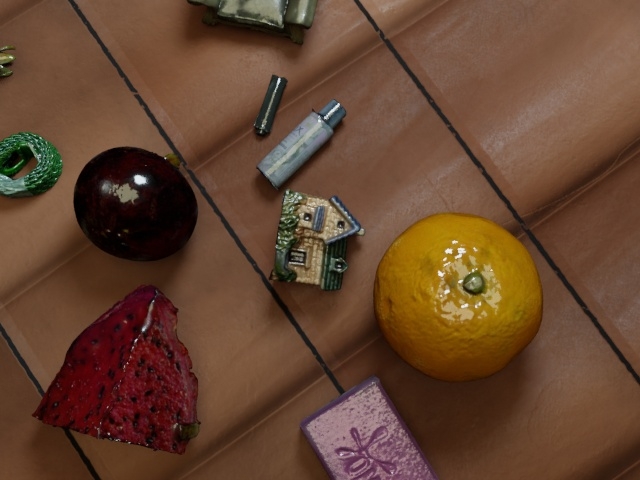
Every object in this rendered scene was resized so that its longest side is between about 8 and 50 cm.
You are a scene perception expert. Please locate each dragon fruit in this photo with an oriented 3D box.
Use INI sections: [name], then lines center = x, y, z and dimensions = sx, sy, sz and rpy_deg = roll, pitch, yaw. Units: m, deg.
[dragon fruit]
center = -0.342, 0.248, 1.237
dimensions = 0.302, 0.240, 0.330
rpy_deg = 21, 92, -16

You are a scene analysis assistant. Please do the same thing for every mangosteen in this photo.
[mangosteen]
center = -0.342, -0.092, 1.294
dimensions = 0.235, 0.236, 0.262
rpy_deg = 20, 51, 3

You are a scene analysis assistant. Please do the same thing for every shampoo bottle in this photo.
[shampoo bottle]
center = -0.036, -0.201, 1.361
dimensions = 0.214, 0.072, 0.072
rpy_deg = -45, 85, -4

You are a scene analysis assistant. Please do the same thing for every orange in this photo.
[orange]
center = 0.249, 0.101, 1.213
dimensions = 0.311, 0.312, 0.312
rpy_deg = 0, 84, 1

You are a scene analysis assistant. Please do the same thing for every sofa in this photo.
[sofa]
center = -0.125, -0.524, 1.322
dimensions = 0.258, 0.182, 0.200
rpy_deg = 13, 95, 0

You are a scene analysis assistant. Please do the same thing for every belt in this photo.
[belt]
center = -0.611, -0.153, 1.358
dimensions = 0.151, 0.079, 0.121
rpy_deg = -31, 85, -2

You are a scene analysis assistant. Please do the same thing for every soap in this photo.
[soap]
center = 0.100, 0.419, 1.287
dimensions = 0.181, 0.081, 0.259
rpy_deg = -30, 85, -2

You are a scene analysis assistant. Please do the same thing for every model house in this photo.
[model house]
center = 0.000, 0.000, 1.298
dimensions = 0.172, 0.166, 0.183
rpy_deg = 11, 96, -1

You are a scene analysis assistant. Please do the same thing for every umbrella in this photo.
[umbrella]
center = -0.106, -0.282, 1.388
dimensions = 0.036, 0.031, 0.133
rpy_deg = 16, 84, 29

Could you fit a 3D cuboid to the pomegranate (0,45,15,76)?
[pomegranate]
center = -0.750, -0.389, 1.331
dimensions = 0.245, 0.198, 0.198
rpy_deg = -7, 84, -3
